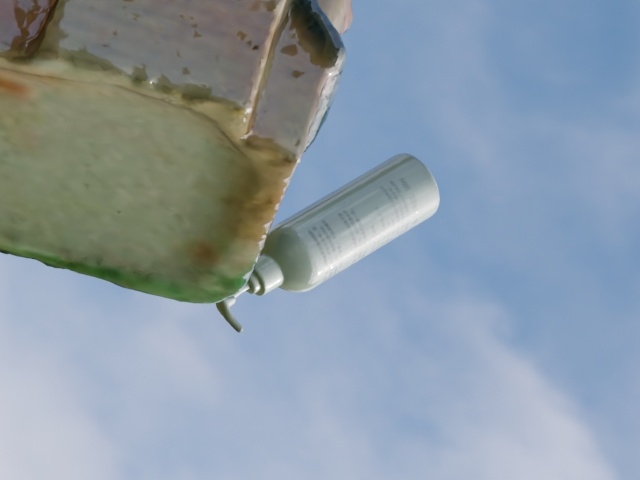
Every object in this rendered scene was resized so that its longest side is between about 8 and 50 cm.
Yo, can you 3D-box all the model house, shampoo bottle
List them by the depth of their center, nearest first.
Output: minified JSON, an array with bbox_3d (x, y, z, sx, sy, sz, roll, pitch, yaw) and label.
[{"bbox_3d":[-0.134,-0.157,1.098,0.312,0.280,0.245,17,-33,-2],"label":"model house"},{"bbox_3d":[0.000,0.000,1.263,0.056,0.195,0.056,36,-39,35],"label":"shampoo bottle"}]
